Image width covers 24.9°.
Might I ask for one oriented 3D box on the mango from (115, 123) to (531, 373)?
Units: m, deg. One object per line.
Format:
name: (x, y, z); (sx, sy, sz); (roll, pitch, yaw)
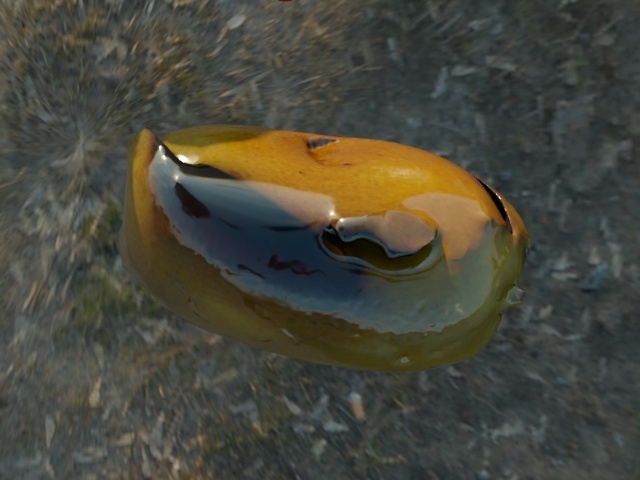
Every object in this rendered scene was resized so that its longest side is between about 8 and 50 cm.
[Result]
mango: (0.000, 0.000, 1.002); (0.287, 0.201, 0.152); (13, 118, 4)
